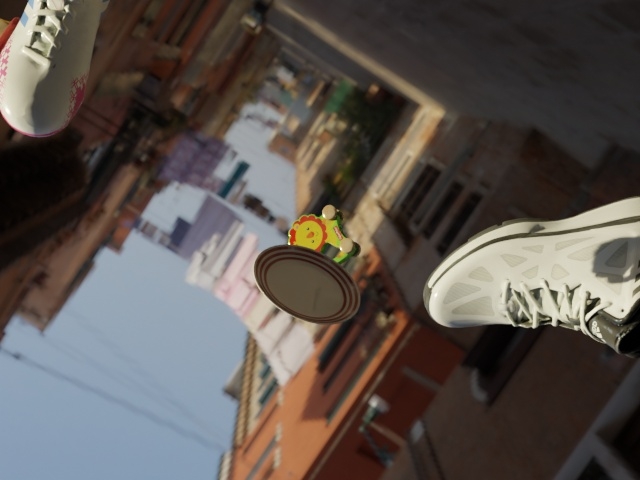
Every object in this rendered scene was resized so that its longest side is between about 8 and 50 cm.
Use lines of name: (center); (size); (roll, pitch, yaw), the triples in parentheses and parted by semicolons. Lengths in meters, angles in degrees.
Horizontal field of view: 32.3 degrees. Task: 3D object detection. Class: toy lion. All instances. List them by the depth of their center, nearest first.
toy lion: (0.000, 0.000, 1.690); (0.100, 0.096, 0.034); (62, -165, 24)

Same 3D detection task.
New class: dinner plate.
dinner plate: (-0.018, 0.057, 1.366); (0.141, 0.017, 0.141); (15, -144, -12)

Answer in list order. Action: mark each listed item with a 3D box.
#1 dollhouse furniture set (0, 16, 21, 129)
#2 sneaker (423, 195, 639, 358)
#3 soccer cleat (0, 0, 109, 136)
dollhouse furniture set: (-0.568, -0.169, 1.547); (0.201, 0.374, 0.152); (26, 163, 15)
sneaker: (0.391, 0.088, 1.806); (0.257, 0.447, 0.169); (-94, -18, -54)
soccer cleat: (-0.341, -0.285, 1.419); (0.116, 0.143, 0.331); (12, -129, -8)
